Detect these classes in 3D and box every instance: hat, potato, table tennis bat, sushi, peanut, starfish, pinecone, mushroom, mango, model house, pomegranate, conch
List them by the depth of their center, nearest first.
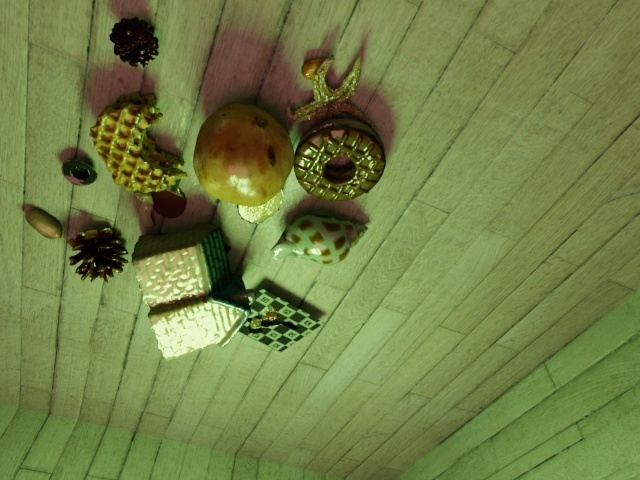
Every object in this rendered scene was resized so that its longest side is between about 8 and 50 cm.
[{"bbox_3d":[-0.541,-0.576,1.248,0.140,0.141,0.121,-3,161,3],"label":"pinecone"},{"bbox_3d":[-0.017,-0.535,1.321,0.089,0.046,0.060,-24,124,13],"label":"mango"},{"bbox_3d":[-0.246,-0.258,1.379,0.341,0.343,0.343,0,128,0],"label":"pomegranate"},{"bbox_3d":[0.055,-0.440,1.385,0.299,0.060,0.302,-31,132,21],"label":"starfish"},{"bbox_3d":[-0.872,-0.255,1.547,0.121,0.051,0.121,-3,128,-3],"label":"hat"},{"bbox_3d":[-0.229,-0.160,1.599,0.164,0.081,0.200,25,121,-32],"label":"potato"},{"bbox_3d":[-0.573,-0.171,1.630,0.130,0.019,0.221,24,126,-16],"label":"table tennis bat"},{"bbox_3d":[-0.679,-0.120,1.648,0.059,0.054,0.202,36,137,19],"label":"mushroom"},{"bbox_3d":[-0.001,0.000,1.651,0.367,0.198,0.249,11,164,-13],"label":"conch"},{"bbox_3d":[-1.095,-0.063,1.687,0.076,0.076,0.152,-34,115,24],"label":"peanut"},{"bbox_3d":[-0.889,0.067,1.713,0.202,0.202,0.228,-19,152,32],"label":"pinecone"},{"bbox_3d":[-0.483,0.166,1.715,0.399,0.395,0.447,-14,111,-8],"label":"model house"},{"bbox_3d":[-0.224,0.371,2.021,0.359,0.064,0.343,33,125,-24],"label":"sushi"}]

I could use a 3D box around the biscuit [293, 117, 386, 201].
[{"bbox_3d":[0.066,-0.269,1.463,0.331,0.103,0.332,-2,139,-2],"label":"biscuit"}]

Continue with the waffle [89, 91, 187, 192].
[{"bbox_3d":[-0.611,-0.317,1.435,0.260,0.151,0.325,-9,124,5],"label":"waffle"}]
